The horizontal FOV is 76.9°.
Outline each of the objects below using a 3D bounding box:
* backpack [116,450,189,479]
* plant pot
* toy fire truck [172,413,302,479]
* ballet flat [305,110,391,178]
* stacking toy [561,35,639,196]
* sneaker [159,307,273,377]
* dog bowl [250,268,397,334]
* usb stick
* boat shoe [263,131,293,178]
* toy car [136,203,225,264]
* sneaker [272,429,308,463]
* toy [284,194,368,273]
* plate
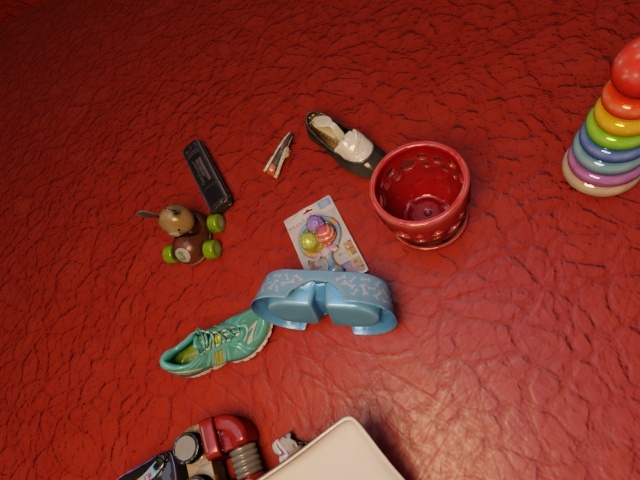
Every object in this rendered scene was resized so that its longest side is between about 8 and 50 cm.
[{"bbox_3d":[-0.333,0.528,0.812,0.173,0.117,0.158,-30,61,6],"label":"backpack"},{"bbox_3d":[0.211,-0.081,0.835,0.191,0.174,0.190,-8,66,17],"label":"plant pot"},{"bbox_3d":[-0.140,0.429,0.771,0.247,0.158,0.216,-25,60,-1],"label":"toy fire truck"},{"bbox_3d":[0.055,-0.244,1.010,0.280,0.096,0.095,37,84,29],"label":"ballet flat"},{"bbox_3d":[0.518,-0.207,0.682,0.141,0.330,0.141,-8,66,17],"label":"stacking toy"},{"bbox_3d":[-0.230,0.232,0.905,0.276,0.110,0.107,-30,60,6],"label":"sneaker"},{"bbox_3d":[0.007,0.124,0.828,0.298,0.165,0.074,1,57,13],"label":"dog bowl"},{"bbox_3d":[-0.328,-0.186,1.162,0.077,0.045,0.278,-38,60,10],"label":"usb stick"},{"bbox_3d":[-0.107,-0.234,1.100,0.043,0.049,0.136,31,75,-14],"label":"boat shoe"},{"bbox_3d":[-0.363,-0.031,1.024,0.155,0.188,0.148,-6,66,19],"label":"toy car"},{"bbox_3d":[-0.047,0.424,0.793,0.069,0.038,0.098,-39,60,2],"label":"sneaker"},{"bbox_3d":[0.000,0.000,0.949,0.137,0.056,0.237,-29,61,6],"label":"toy"},{"bbox_3d":[0.012,0.447,0.675,0.277,0.278,0.045,-37,16,2],"label":"plate"}]
